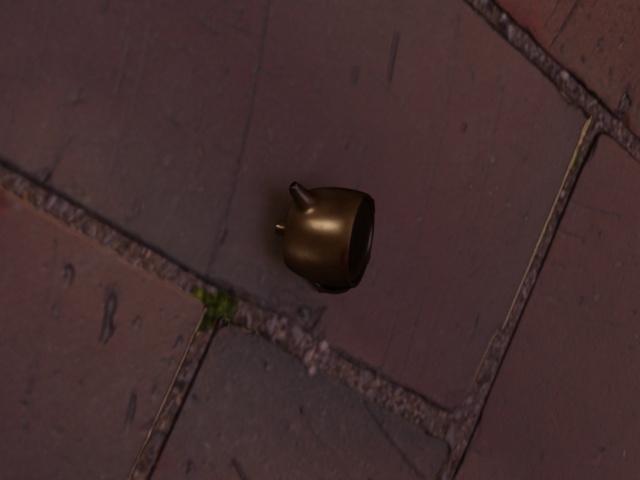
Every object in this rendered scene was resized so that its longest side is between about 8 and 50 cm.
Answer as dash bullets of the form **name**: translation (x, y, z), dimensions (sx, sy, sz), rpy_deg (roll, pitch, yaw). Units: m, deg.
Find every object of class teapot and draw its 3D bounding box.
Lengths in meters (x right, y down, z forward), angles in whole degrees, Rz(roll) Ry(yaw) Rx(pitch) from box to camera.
- **teapot**: translation (0.000, 0.000, 1.206), dimensions (0.121, 0.068, 0.076), rpy_deg (81, 24, -49)
